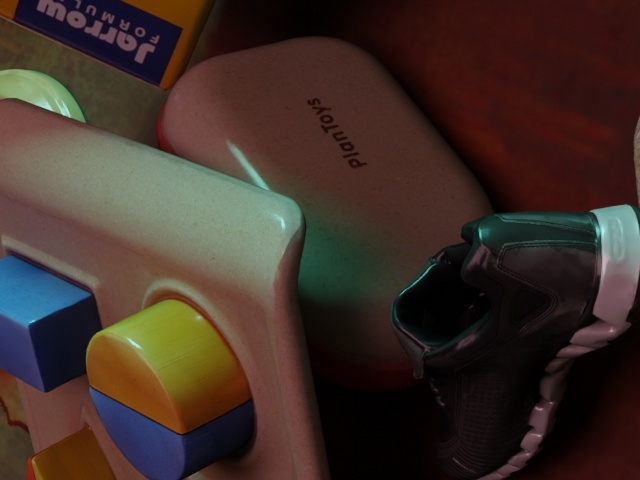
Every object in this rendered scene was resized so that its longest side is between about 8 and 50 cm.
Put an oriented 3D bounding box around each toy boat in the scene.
[{"bbox_3d":[0.000,0.000,1.104,0.231,0.151,0.151,56,149,35],"label":"toy boat"}]

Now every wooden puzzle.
[{"bbox_3d":[-0.111,0.116,1.098,0.322,0.080,0.347,21,125,48],"label":"wooden puzzle"}]

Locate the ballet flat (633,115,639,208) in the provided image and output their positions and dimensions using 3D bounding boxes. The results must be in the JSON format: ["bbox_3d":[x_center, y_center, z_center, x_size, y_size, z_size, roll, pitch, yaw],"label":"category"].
[{"bbox_3d":[0.208,0.060,0.890,0.106,0.108,0.316,-30,62,55],"label":"ballet flat"}]

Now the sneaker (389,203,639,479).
[{"bbox_3d":[0.080,0.052,0.970,0.234,0.106,0.078,115,159,-54],"label":"sneaker"}]

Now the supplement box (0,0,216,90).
[{"bbox_3d":[-0.091,-0.300,1.070,0.194,0.195,0.356,-71,7,-50],"label":"supplement box"}]

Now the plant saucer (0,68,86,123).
[{"bbox_3d":[-0.241,-0.028,1.379,0.200,0.037,0.200,-10,76,42],"label":"plant saucer"}]
